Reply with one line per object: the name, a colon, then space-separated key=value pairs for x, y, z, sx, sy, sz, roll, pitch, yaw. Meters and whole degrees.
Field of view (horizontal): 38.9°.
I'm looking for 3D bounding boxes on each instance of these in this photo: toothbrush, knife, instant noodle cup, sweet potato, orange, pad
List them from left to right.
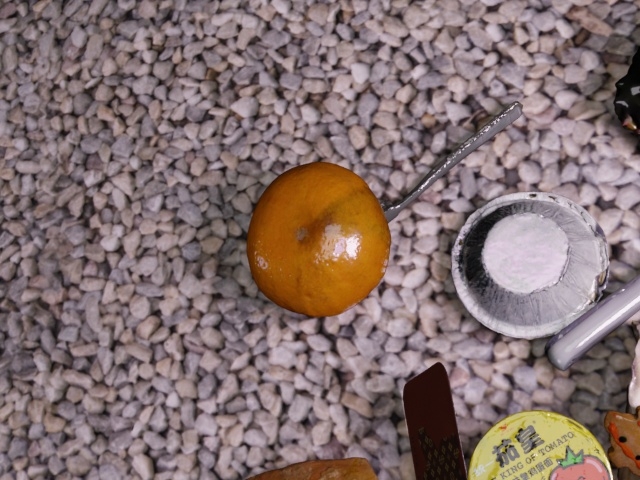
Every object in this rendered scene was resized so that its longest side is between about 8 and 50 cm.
sweet potato: x=-0.020 y=0.372 z=1.336 sx=0.251 sy=0.097 sz=0.097 roll=-8 pitch=72 yaw=20
orange: x=0.000 y=0.000 z=1.392 sx=0.240 sy=0.171 sz=0.240 roll=-8 pitch=73 yaw=29
pad: x=0.163 y=0.314 z=1.257 sx=0.004 sy=0.181 sz=0.267 roll=-3 pitch=69 yaw=-17
toothbrush: x=0.203 y=-0.125 z=1.446 sx=0.297 sy=0.030 sz=0.031 roll=-38 pitch=57 yaw=3
instant noodle cup: x=0.296 y=0.326 z=1.219 sx=0.182 sy=0.144 sz=0.182 roll=-4 pitch=73 yaw=14
knife: x=0.433 y=0.093 z=1.288 sx=0.265 sy=0.073 sz=0.041 roll=-38 pitch=59 yaw=1

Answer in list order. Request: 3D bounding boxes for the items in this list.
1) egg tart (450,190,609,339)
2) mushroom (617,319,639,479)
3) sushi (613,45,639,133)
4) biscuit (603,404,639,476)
egg tart: x=0.304 y=0.030 z=1.335 sx=0.234 sy=0.094 sz=0.234 roll=-6 pitch=71 yaw=17
mushroom: x=0.486 y=0.222 z=1.183 sx=0.173 sy=0.162 sz=0.236 roll=5 pitch=77 yaw=20
sushi: x=0.551 y=-0.218 z=1.291 sx=0.238 sy=0.218 sz=0.225 roll=-36 pitch=102 yaw=-24
biscuit: x=0.418 y=0.247 z=1.123 sx=0.130 sy=0.019 sz=0.119 roll=-35 pitch=99 yaw=24
